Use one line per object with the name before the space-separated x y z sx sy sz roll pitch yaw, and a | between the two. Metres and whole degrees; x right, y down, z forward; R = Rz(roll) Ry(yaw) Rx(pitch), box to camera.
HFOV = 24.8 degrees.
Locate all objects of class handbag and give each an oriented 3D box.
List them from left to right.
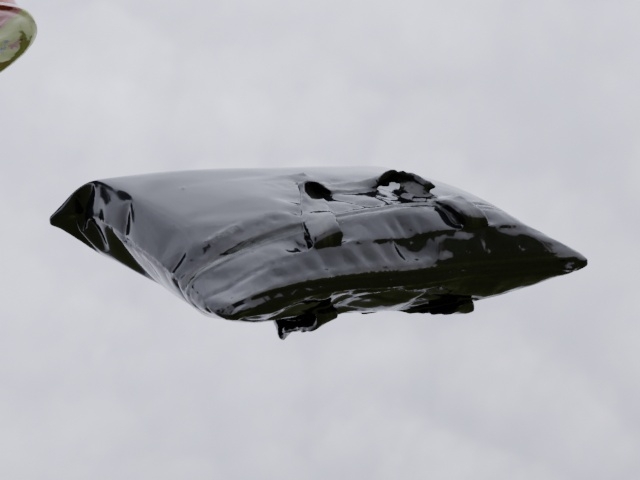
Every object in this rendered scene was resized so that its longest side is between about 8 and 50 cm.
handbag | 0.000 0.000 0.863 0.254 0.211 0.089 -7 -72 -35

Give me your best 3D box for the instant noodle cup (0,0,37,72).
instant noodle cup | -0.329 -0.189 1.021 0.213 0.174 0.213 -24 -5 -2
